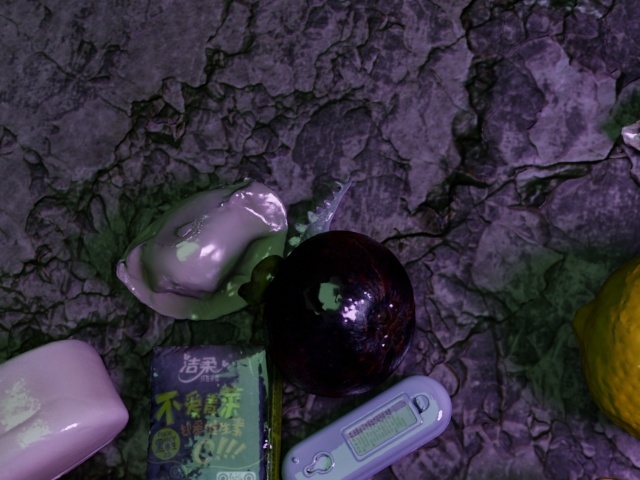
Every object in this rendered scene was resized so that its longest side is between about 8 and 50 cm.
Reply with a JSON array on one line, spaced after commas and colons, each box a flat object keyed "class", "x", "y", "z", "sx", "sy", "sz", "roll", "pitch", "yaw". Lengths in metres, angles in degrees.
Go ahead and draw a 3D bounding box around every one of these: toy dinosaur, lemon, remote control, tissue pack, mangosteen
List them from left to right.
[{"class": "tissue pack", "x": -0.139, "y": 0.255, "z": 1.409, "sx": 0.174, "sy": 0.073, "sz": 0.235, "roll": -3, "pitch": 72, "yaw": 9}, {"class": "toy dinosaur", "x": 0.000, "y": -0.001, "z": 1.484, "sx": 0.082, "sy": 0.039, "sz": 0.208, "roll": 18, "pitch": 76, "yaw": 17}, {"class": "mangosteen", "x": 0.012, "y": 0.096, "z": 1.367, "sx": 0.216, "sy": 0.216, "sz": 0.216, "roll": -3, "pitch": 72, "yaw": 9}, {"class": "remote control", "x": 0.059, "y": 0.258, "z": 1.387, "sx": 0.244, "sy": 0.047, "sz": 0.087, "roll": -32, "pitch": 73, "yaw": 1}, {"class": "lemon", "x": 0.450, "y": 0.131, "z": 1.250, "sx": 0.311, "sy": 0.253, "sz": 0.253, "roll": 9, "pitch": 74, "yaw": 12}]

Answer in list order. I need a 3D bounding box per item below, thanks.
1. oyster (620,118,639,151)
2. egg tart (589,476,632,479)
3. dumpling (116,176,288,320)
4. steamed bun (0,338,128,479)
[{"class": "oyster", "x": 0.549, "y": -0.128, "z": 1.400, "sx": 0.268, "sy": 0.112, "sz": 0.198, "roll": 38, "pitch": 104, "yaw": 11}, {"class": "egg tart", "x": 0.328, "y": 0.409, "z": 1.184, "sx": 0.294, "sy": 0.123, "sz": 0.294, "roll": -2, "pitch": 75, "yaw": 9}, {"class": "dumpling", "x": -0.151, "y": 0.024, "z": 1.471, "sx": 0.247, "sy": 0.142, "sz": 0.172, "roll": -30, "pitch": 104, "yaw": 3}, {"class": "steamed bun", "x": -0.387, "y": 0.241, "z": 1.411, "sx": 0.242, "sy": 0.164, "sz": 0.146, "roll": -31, "pitch": 71, "yaw": -2}]
